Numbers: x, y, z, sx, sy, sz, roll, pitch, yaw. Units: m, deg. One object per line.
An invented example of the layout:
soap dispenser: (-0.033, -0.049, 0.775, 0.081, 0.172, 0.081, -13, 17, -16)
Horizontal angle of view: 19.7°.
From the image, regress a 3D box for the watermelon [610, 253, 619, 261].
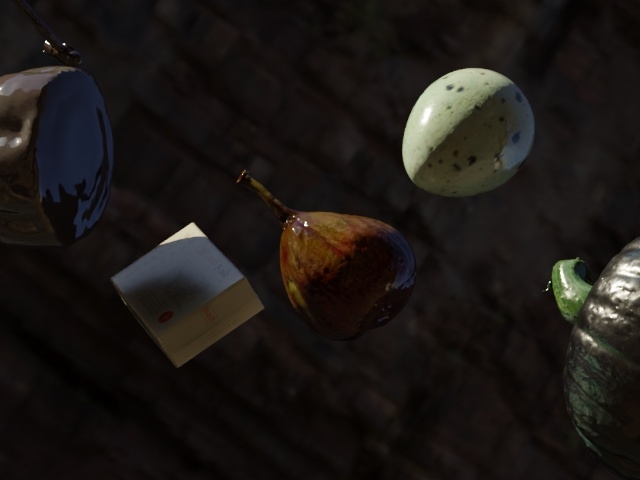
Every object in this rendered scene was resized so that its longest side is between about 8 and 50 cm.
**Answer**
watermelon: (0.395, 0.053, 2.127, 0.180, 0.081, 0.094, -6, -23, -28)

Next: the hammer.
hammer: (-0.329, -0.257, 2.047, 0.065, 0.021, 0.178, 26, -18, 49)

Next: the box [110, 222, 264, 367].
box: (-0.174, 0.067, 2.364, 0.058, 0.141, 0.201, 61, -11, -30)

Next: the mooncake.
mooncake: (-0.356, -0.106, 2.356, 0.133, 0.245, 0.245, 1, -33, 24)

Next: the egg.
egg: (0.147, -0.108, 1.907, 0.131, 0.164, 0.131, 29, -46, 35)

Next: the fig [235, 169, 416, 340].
fig: (-0.011, 0.030, 2.613, 0.290, 0.190, 0.190, 20, -23, 14)

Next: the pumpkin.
pumpkin: (0.300, 0.088, 1.652, 0.248, 0.248, 0.248, 29, -20, 12)
